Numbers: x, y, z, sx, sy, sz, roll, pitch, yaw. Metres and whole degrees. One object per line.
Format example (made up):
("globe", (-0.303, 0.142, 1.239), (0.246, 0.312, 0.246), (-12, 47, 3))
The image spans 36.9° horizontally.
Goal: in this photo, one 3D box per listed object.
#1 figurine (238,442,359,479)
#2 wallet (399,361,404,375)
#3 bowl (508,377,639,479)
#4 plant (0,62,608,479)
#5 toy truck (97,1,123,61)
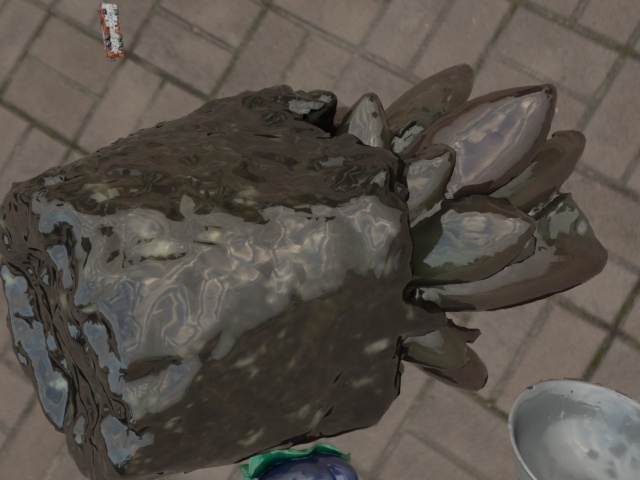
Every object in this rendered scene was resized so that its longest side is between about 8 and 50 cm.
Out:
("figurine", (0.011, 0.225, 0.704), (0.102, 0.111, 0.195), (-49, 60, 2))
("wallet", (-0.011, 0.063, 0.991), (0.169, 0.317, 0.044), (21, 75, 22))
("bowl", (0.262, 0.230, 0.941), (0.189, 0.189, 0.086), (28, 127, 18))
("plant", (0.000, 0.000, 0.527), (0.181, 0.321, 0.194), (42, 137, 36))
("toy truck", (-0.272, -0.273, 1.240), (0.024, 0.032, 0.083), (-5, 79, -28))
